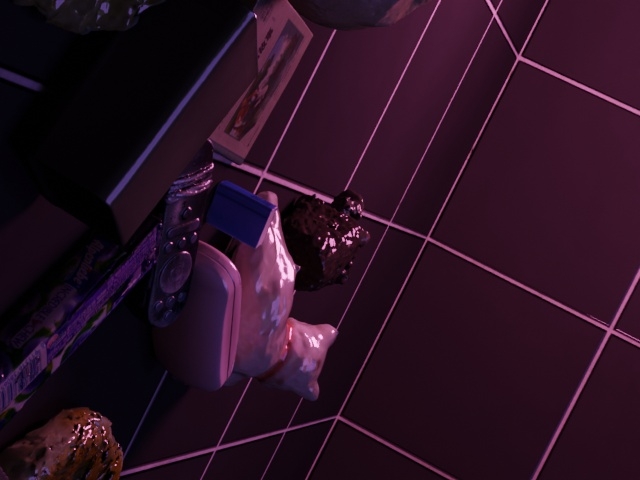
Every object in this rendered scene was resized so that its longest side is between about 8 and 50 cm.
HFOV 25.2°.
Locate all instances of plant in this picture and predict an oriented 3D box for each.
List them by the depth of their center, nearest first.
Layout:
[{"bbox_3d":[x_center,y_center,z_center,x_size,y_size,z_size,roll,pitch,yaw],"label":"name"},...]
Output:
[{"bbox_3d":[0.000,0.000,2.319,0.203,0.131,0.142,-20,136,-57],"label":"plant"}]

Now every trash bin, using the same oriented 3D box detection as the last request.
[{"bbox_3d":[-0.176,-0.134,1.423,0.240,0.122,0.164,-56,172,-17],"label":"trash bin"}]

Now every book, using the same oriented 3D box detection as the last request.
[{"bbox_3d":[-0.091,-0.208,1.821,0.215,0.025,0.282,-61,168,2],"label":"book"}]

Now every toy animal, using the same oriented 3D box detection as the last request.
[{"bbox_3d":[-0.063,0.098,2.147,0.266,0.188,0.308,21,91,-78],"label":"toy animal"}]

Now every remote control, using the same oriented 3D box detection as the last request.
[{"bbox_3d":[-0.189,-0.017,1.753,0.090,0.066,0.266,-29,140,-52],"label":"remote control"}]

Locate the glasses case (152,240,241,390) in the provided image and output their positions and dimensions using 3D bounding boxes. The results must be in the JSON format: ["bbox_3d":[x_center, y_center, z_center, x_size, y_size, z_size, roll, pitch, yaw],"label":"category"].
[{"bbox_3d":[-0.168,0.103,1.935,0.075,0.113,0.297,-55,165,-36],"label":"glasses case"}]

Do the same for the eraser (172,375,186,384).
[{"bbox_3d":[-0.192,0.163,2.147,0.065,0.026,0.105,-52,163,-46],"label":"eraser"}]

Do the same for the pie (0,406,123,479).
[{"bbox_3d":[-0.360,0.346,1.774,0.371,0.078,0.296,-47,158,-46],"label":"pie"}]

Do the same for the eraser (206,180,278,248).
[{"bbox_3d":[-0.108,-0.036,1.950,0.063,0.084,0.027,-67,167,22],"label":"eraser"}]

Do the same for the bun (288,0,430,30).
[{"bbox_3d":[0.082,-0.408,1.673,0.365,0.219,0.365,-60,165,-27],"label":"bun"}]

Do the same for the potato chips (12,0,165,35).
[{"bbox_3d":[-0.130,-0.363,1.215,0.389,0.097,0.373,-61,175,-14],"label":"potato chips"}]

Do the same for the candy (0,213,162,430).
[{"bbox_3d":[-0.284,0.081,1.578,0.312,0.061,0.088,-50,162,-41],"label":"candy"}]

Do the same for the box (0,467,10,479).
[{"bbox_3d":[-0.394,0.311,1.467,0.274,0.138,0.178,91,25,-63],"label":"box"}]
